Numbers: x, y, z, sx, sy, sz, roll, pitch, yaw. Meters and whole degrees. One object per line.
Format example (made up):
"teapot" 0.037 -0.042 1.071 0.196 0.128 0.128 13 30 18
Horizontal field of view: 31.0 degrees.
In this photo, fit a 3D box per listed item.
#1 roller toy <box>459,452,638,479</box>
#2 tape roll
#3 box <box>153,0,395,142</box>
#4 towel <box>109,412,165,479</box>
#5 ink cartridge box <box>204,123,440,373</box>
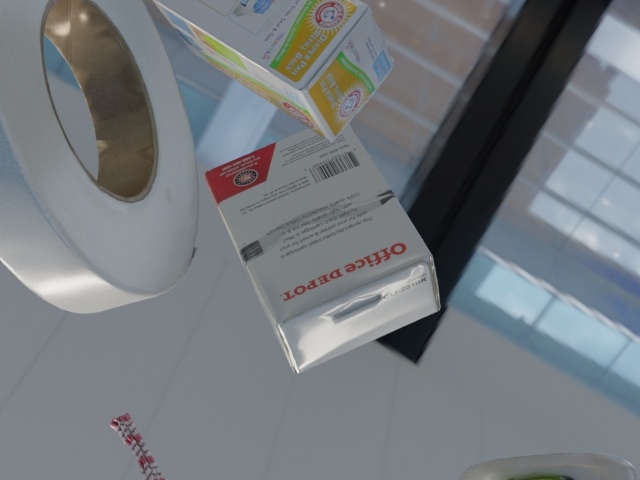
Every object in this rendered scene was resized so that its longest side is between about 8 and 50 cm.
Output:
"roller toy" 0.248 0.311 1.225 0.209 0.191 0.146 7 -111 -26
"tape roll" -0.231 -0.124 1.089 0.392 0.072 0.391 -15 -90 -74
"box" -0.044 -0.201 1.106 0.203 0.103 0.114 35 173 27
"towel" -0.218 0.331 1.538 0.029 0.144 0.197 -29 -146 -12
"ink cartridge box" 0.000 0.000 1.407 0.197 0.114 0.272 -24 -131 -5
